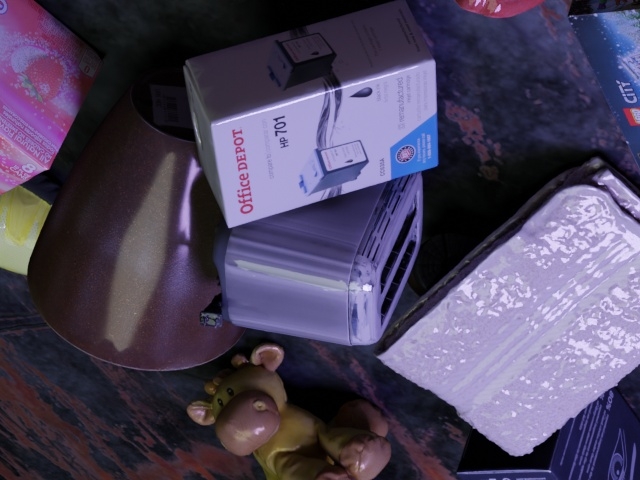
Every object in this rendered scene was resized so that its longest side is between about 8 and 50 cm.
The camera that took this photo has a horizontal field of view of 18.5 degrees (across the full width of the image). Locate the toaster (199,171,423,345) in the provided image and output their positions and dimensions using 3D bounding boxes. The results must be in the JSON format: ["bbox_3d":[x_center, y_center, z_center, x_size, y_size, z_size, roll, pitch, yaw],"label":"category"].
[{"bbox_3d":[0.000,0.000,1.714,0.146,0.227,0.129,12,135,15],"label":"toaster"}]

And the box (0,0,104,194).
[{"bbox_3d":[-0.364,-0.178,1.743,0.300,0.142,0.154,40,141,-25],"label":"box"}]

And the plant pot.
[{"bbox_3d":[-0.142,-0.037,1.787,0.215,0.215,0.230,20,131,2],"label":"plant pot"}]

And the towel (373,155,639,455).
[{"bbox_3d":[0.207,0.066,1.752,0.187,0.049,0.282,37,116,-18],"label":"towel"}]

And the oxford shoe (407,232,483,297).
[{"bbox_3d":[0.182,0.057,1.843,0.227,0.082,0.096,28,167,-11],"label":"oxford shoe"}]

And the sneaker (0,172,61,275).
[{"bbox_3d":[-0.412,-0.035,1.963,0.385,0.147,0.145,24,144,-6],"label":"sneaker"}]

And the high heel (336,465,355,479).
[{"bbox_3d":[0.084,0.398,2.249,0.261,0.186,0.093,35,144,-18],"label":"high heel"}]

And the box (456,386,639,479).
[{"bbox_3d":[0.243,0.224,1.955,0.108,0.153,0.207,-6,136,35],"label":"box"}]

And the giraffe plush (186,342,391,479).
[{"bbox_3d":[-0.045,0.202,2.109,0.170,0.181,0.210,45,175,-15],"label":"giraffe plush"}]

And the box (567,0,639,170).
[{"bbox_3d":[0.309,-0.117,1.546,0.159,0.044,0.233,-2,139,31],"label":"box"}]

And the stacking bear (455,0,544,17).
[{"bbox_3d":[0.149,-0.316,1.266,0.175,0.164,0.289,47,140,21],"label":"stacking bear"}]

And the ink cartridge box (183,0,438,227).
[{"bbox_3d":[-0.005,-0.104,1.625,0.191,0.082,0.139,-18,143,-8],"label":"ink cartridge box"}]
